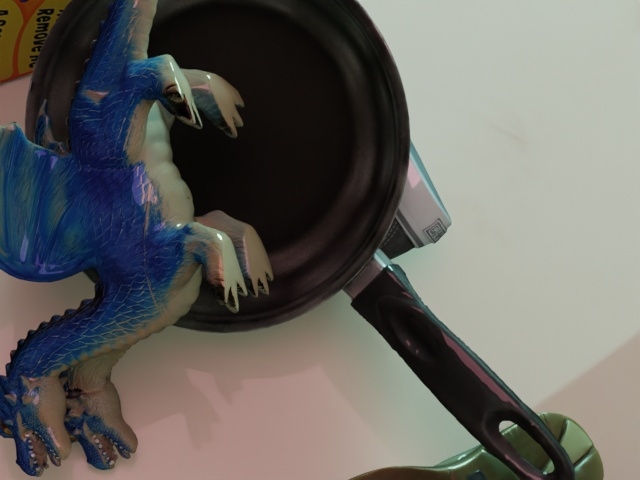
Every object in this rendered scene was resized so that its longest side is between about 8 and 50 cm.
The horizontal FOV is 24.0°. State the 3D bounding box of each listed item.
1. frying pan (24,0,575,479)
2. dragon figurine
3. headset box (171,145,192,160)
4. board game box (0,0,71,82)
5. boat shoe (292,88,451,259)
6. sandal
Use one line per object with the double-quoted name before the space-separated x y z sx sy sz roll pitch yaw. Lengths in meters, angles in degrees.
"frying pan" 0.008 -0.028 0.746 0.326 0.053 0.197 22 102 7
"dragon figurine" -0.111 -0.027 0.709 0.144 0.085 0.289 -10 97 15
"headset box" -0.092 -0.079 0.824 0.062 0.032 0.083 10 69 -3
"board game box" -0.335 -0.266 0.692 0.356 0.356 0.356 -19 72 -14
"boat shoe" -0.012 -0.085 0.819 0.076 0.080 0.228 -30 78 8
"sandal" 0.062 0.139 0.752 0.180 0.049 0.072 -19 77 -29
